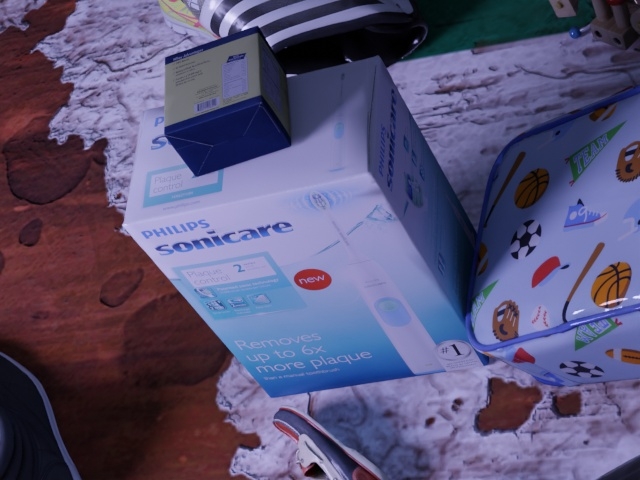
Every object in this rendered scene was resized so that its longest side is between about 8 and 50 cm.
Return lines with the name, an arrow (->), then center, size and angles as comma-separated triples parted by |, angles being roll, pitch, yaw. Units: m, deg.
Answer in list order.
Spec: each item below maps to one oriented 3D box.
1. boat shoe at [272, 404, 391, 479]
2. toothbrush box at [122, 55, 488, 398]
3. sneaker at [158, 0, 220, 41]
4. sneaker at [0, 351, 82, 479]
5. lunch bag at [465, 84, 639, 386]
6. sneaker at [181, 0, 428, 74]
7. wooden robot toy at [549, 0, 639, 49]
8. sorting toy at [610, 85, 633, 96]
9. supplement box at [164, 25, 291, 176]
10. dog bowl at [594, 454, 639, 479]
boat shoe -> 0.003, 0.190, 1.312 | 0.137, 0.049, 0.043 | 33, 77, 35
toothbrush box -> 0.000, 0.000, 1.288 | 0.216, 0.295, 0.126 | -10, 52, 19
sneaker -> -0.111, -0.266, 1.681 | 0.208, 0.094, 0.081 | 15, 62, 33
sneaker -> -0.325, 0.163, 1.430 | 0.104, 0.147, 0.296 | -40, 47, -3
lunch bag -> 0.255, -0.016, 1.214 | 0.303, 0.115, 0.243 | -19, 50, 50
sneaker -> 0.052, -0.319, 1.632 | 0.257, 0.169, 0.447 | 46, 62, 10
wooden robot toy -> 0.305, -0.227, 1.460 | 0.079, 0.076, 0.173 | -41, 47, -21
sorting toy -> 0.334, -0.108, 1.358 | 0.274, 0.046, 0.132 | -27, 42, 6
supplement box -> -0.072, -0.107, 1.168 | 0.083, 0.056, 0.083 | -16, 50, 16
dog bowl -> 0.280, 0.287, 0.988 | 0.349, 0.102, 0.348 | -2, 68, 5
